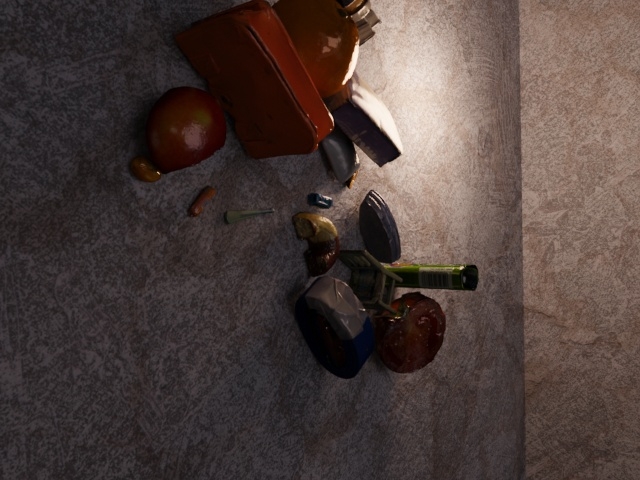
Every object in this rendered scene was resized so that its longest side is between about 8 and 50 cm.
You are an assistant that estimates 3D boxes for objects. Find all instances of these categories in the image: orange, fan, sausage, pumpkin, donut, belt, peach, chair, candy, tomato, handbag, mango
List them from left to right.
[{"bbox_3d":[-0.424,-0.173,1.504,0.089,0.046,0.060,26,70,-52],"label":"mango"},{"bbox_3d":[-0.329,-0.256,1.511,0.196,0.190,0.226,113,-17,-72],"label":"peach"},{"bbox_3d":[-0.319,-0.101,1.641,0.031,0.031,0.107,56,50,-34],"label":"sausage"},{"bbox_3d":[-0.204,-0.079,1.791,0.193,0.016,0.038,-14,99,-49],"label":"fan"},{"bbox_3d":[-0.169,-0.405,1.613,0.116,0.303,0.410,-55,127,-33],"label":"handbag"},{"bbox_3d":[-0.034,-0.559,1.778,0.312,0.312,0.312,0,90,-50],"label":"orange"},{"bbox_3d":[-0.001,-0.002,1.981,0.141,0.085,0.217,-40,118,-42],"label":"donut"},{"bbox_3d":[0.049,0.282,1.946,0.117,0.212,0.347,-46,128,-38],"label":"belt"},{"bbox_3d":[0.073,-0.296,2.078,0.138,0.071,0.174,-48,123,-42],"label":"candy"},{"bbox_3d":[0.106,-0.216,2.149,0.083,0.028,0.050,-54,160,-45],"label":"pumpkin"},{"bbox_3d":[0.157,0.151,2.130,0.270,0.136,0.147,35,63,-46],"label":"chair"},{"bbox_3d":[0.319,0.330,2.307,0.309,0.170,0.309,-8,116,-18],"label":"tomato"}]

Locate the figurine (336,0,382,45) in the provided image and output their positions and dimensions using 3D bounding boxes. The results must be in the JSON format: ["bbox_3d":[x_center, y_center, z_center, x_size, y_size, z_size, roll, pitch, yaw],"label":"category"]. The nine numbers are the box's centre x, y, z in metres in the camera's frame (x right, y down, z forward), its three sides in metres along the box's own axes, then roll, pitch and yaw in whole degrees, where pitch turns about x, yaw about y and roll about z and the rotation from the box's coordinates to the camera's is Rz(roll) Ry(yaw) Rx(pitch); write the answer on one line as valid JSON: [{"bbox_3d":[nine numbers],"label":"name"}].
[{"bbox_3d":[0.093,-0.805,2.051,0.308,0.143,0.308,-11,90,-67],"label":"figurine"}]

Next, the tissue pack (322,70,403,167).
[{"bbox_3d":[0.135,-0.425,2.055,0.344,0.125,0.242,35,34,-44],"label":"tissue pack"}]

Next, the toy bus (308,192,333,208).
[{"bbox_3d":[0.001,-0.129,2.014,0.083,0.046,0.038,16,78,-48],"label":"toy bus"}]

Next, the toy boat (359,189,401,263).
[{"bbox_3d":[0.209,-0.045,2.202,0.078,0.127,0.283,-39,121,-36],"label":"toy boat"}]

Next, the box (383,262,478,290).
[{"bbox_3d":[0.397,0.134,2.255,0.134,0.346,0.097,-7,94,-50],"label":"box"}]
